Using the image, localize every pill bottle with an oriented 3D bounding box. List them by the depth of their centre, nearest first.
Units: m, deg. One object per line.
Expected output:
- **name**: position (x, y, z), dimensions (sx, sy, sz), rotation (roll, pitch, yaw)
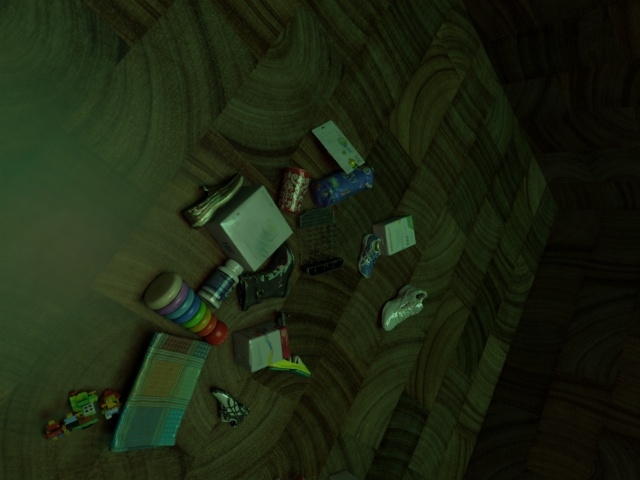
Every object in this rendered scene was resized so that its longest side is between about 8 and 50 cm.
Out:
- **pill bottle**: position (-0.352, 0.151, 1.558), dimensions (0.094, 0.094, 0.169), rotation (50, 63, -32)

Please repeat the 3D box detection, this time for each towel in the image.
- **towel**: position (-0.512, 0.496, 1.435), dimensions (0.271, 0.040, 0.370), rotation (39, 68, -58)

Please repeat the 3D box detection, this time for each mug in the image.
- **mug**: position (-0.095, -0.191, 1.745), dimensions (0.150, 0.113, 0.169), rotation (18, 86, -39)

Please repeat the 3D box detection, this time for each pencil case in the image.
- **pencil case**: position (0.104, -0.237, 1.901), dimensions (0.306, 0.133, 0.119), rotation (-26, 143, -36)

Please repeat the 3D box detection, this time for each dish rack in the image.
- **dish rack**: position (0.000, 0.000, 1.860), dimensions (0.208, 0.074, 0.271), rotation (-14, 108, -40)

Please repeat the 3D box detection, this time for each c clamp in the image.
- **c clamp**: position (-0.151, 0.348, 1.732), dimensions (0.022, 0.137, 0.160), rotation (-7, 104, -23)

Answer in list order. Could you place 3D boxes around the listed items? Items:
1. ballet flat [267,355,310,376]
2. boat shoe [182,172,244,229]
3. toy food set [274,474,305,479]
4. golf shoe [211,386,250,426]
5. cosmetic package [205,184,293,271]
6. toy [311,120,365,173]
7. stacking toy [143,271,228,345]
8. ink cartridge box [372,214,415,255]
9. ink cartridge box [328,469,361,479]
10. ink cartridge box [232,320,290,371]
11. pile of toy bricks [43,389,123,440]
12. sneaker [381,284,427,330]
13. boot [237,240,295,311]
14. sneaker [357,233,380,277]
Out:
- **ballet flat**: position (-0.124, 0.510, 1.810), dimensions (0.231, 0.077, 0.077), rotation (26, 60, -38)
- **boat shoe**: position (-0.372, -0.157, 1.517), dimensions (0.095, 0.095, 0.257), rotation (50, 63, -26)
- **toy food set**: position (-0.141, 1.039, 1.801), dimensions (0.232, 0.111, 0.104), rotation (-28, 116, -2)
- **golf shoe**: position (-0.345, 0.620, 1.619), dimensions (0.094, 0.077, 0.198), rotation (-52, 123, -25)
- **cosmetic package**: position (-0.259, -0.047, 1.596), dimensions (0.224, 0.138, 0.224), rotation (-48, 123, -29)
- **toy**: position (0.070, -0.391, 1.879), dimensions (0.237, 0.056, 0.137), rotation (49, 51, 3)
- **stacking toy**: position (-0.434, 0.255, 1.483), dimensions (0.141, 0.141, 0.330), rotation (-54, 130, -24)
- **ink cartridge box**: position (0.366, -0.029, 2.173), dimensions (0.212, 0.093, 0.154), rotation (-21, 107, -40)
- **ink cartridge box**: position (0.127, 1.244, 2.007), dimensions (0.114, 0.197, 0.272), rotation (5, 90, -40)
- **ink cartridge box**: position (-0.227, 0.400, 1.667), dimensions (0.176, 0.128, 0.127), rotation (-12, 102, -40)
- **pile of toy bricks**: position (-0.705, 0.494, 1.290), dimensions (0.212, 0.118, 0.105), rotation (-17, 69, -29)
- **sneaker**: position (0.422, 0.340, 2.216), dimensions (0.305, 0.152, 0.114), rotation (-46, 123, -27)
- **boot**: position (-0.214, 0.131, 1.681), dimensions (0.229, 0.091, 0.262), rotation (-5, 99, -41)
- **sneaker**: position (0.234, 0.075, 2.074), dimensions (0.080, 0.081, 0.211), rotation (3, 93, -43)
